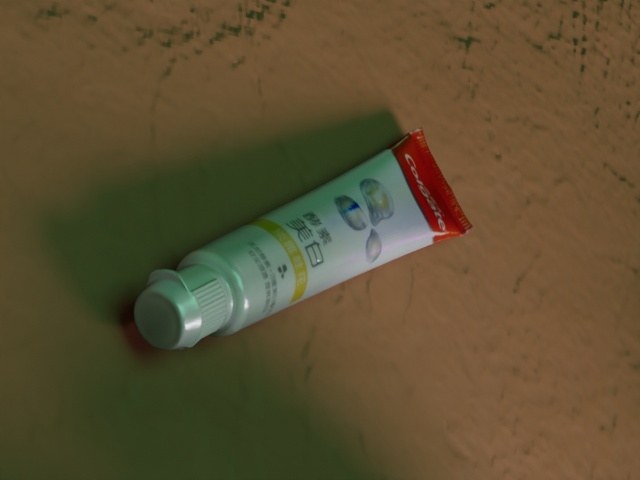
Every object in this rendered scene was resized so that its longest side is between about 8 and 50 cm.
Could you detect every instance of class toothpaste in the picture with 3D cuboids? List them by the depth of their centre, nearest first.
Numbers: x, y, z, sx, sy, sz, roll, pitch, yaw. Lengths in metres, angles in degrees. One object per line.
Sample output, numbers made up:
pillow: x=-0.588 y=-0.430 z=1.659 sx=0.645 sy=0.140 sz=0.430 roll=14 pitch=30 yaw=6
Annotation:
toothpaste: x=0.000 y=0.000 z=0.632 sx=0.190 sy=0.031 sz=0.048 roll=-26 pitch=87 yaw=-51
